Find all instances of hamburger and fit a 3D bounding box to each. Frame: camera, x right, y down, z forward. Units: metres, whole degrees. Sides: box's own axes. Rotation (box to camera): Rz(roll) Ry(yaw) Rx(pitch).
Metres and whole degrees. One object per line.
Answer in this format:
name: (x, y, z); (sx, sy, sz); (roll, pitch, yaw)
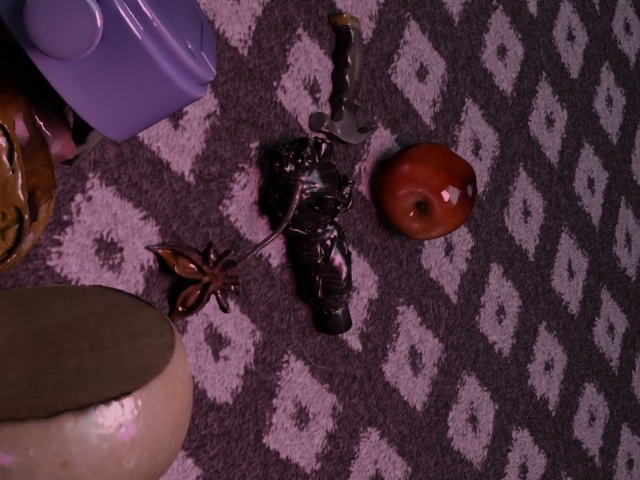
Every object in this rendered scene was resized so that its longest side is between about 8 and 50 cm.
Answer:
hamburger: (-0.436, -0.066, 1.356); (0.285, 0.134, 0.265); (-19, 119, -9)

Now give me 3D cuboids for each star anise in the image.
star anise: (-0.136, 0.006, 1.848); (0.148, 0.218, 0.227); (43, 22, 3)

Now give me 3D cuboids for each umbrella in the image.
umbrella: (-0.006, 0.002, 1.998); (0.154, 0.128, 0.336); (-20, 106, -54)

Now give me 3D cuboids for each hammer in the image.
hammer: (0.045, -0.279, 2.158); (0.159, 0.041, 0.226); (12, 77, -52)

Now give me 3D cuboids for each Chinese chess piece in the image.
Chinese chess piece: (-0.316, 0.178, 1.378); (0.349, 0.349, 0.146); (-33, 130, -50)

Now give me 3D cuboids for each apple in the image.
apple: (0.194, -0.092, 2.236); (0.199, 0.199, 0.199); (7, 81, -53)

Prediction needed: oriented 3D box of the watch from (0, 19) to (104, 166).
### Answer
watch: (-0.358, -0.207, 1.529); (0.253, 0.162, 0.241); (54, 38, -30)

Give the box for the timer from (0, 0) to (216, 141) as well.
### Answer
timer: (-0.275, -0.286, 1.386); (0.395, 0.173, 0.395); (60, 9, -16)
